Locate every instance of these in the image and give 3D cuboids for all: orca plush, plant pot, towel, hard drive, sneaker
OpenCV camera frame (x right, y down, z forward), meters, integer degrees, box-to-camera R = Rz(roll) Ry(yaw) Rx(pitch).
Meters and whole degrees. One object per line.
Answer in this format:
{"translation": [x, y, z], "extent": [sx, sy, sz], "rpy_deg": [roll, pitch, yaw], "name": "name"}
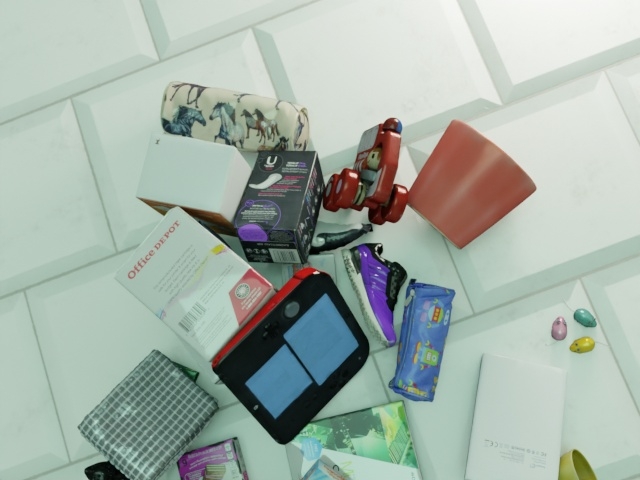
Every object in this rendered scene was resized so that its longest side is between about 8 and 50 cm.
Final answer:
{"translation": [0.000, 0.000, 1.972], "extent": [0.287, 0.102, 0.151], "rpy_deg": [-9, 34, 1], "name": "orca plush"}
{"translation": [0.596, 0.581, 1.765], "extent": [0.095, 0.134, 0.134], "rpy_deg": [-33, 76, 26], "name": "plant pot"}
{"translation": [-0.417, 0.434, 1.818], "extent": [0.235, 0.121, 0.284], "rpy_deg": [37, 63, 11], "name": "towel"}
{"translation": [0.476, 0.447, 1.785], "extent": [0.210, 0.040, 0.319], "rpy_deg": [11, 61, 9], "name": "hard drive"}
{"translation": [0.361, -0.129, 1.864], "extent": [0.275, 0.275, 0.243], "rpy_deg": [42, 97, 12], "name": "plant pot"}
{"translation": [0.162, 0.124, 1.883], "extent": [0.146, 0.102, 0.293], "rpy_deg": [-19, 63, -3], "name": "sneaker"}

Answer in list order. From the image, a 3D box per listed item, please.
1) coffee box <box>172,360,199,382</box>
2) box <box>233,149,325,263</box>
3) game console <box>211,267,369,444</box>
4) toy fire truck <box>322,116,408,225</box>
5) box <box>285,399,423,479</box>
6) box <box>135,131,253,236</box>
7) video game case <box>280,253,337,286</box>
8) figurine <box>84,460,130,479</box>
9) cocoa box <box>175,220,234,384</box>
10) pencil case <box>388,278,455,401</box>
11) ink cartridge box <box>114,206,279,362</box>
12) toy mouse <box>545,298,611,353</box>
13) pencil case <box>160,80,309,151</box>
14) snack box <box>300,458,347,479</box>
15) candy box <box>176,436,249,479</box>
{"translation": [-0.406, 0.413, 1.947], "extent": [0.113, 0.040, 0.184], "rpy_deg": [20, 83, 9], "name": "coffee box"}
{"translation": [-0.098, -0.088, 1.880], "extent": [0.165, 0.143, 0.270], "rpy_deg": [3, 52, 15], "name": "box"}
{"translation": [-0.051, 0.280, 1.756], "extent": [0.060, 0.386, 0.342], "rpy_deg": [26, 65, 43], "name": "game console"}
{"translation": [0.131, -0.183, 1.873], "extent": [0.169, 0.302, 0.254], "rpy_deg": [15, 86, -11], "name": "toy fire truck"}
{"translation": [0.082, 0.552, 1.856], "extent": [0.322, 0.058, 0.232], "rpy_deg": [-14, 78, 3], "name": "box"}
{"translation": [-0.296, -0.129, 1.881], "extent": [0.215, 0.345, 0.168], "rpy_deg": [11, 81, 9], "name": "box"}
{"translation": [-0.028, 0.115, 1.941], "extent": [0.143, 0.019, 0.157], "rpy_deg": [-3, 102, 6], "name": "video game case"}
{"translation": [-0.473, 0.621, 1.829], "extent": [0.215, 0.209, 0.092], "rpy_deg": [37, 86, 11], "name": "figurine"}
{"translation": [-0.260, 0.163, 1.879], "extent": [0.228, 0.231, 0.347], "rpy_deg": [-41, 77, -2], "name": "cocoa box"}
{"translation": [0.252, 0.250, 1.855], "extent": [0.133, 0.119, 0.306], "rpy_deg": [18, 80, -32], "name": "pencil case"}
{"translation": [-0.281, 0.105, 1.706], "extent": [0.306, 0.131, 0.226], "rpy_deg": [40, 85, 15], "name": "ink cartridge box"}
{"translation": [0.643, 0.216, 1.867], "extent": [0.161, 0.031, 0.143], "rpy_deg": [-12, 78, 4], "name": "toy mouse"}
{"translation": [-0.228, -0.312, 2.003], "extent": [0.410, 0.160, 0.183], "rpy_deg": [12, 90, 9], "name": "pencil case"}
{"translation": [-0.032, 0.713, 1.789], "extent": [0.187, 0.060, 0.322], "rpy_deg": [38, 96, -4], "name": "snack box"}
{"translation": [-0.261, 0.638, 1.873], "extent": [0.159, 0.071, 0.233], "rpy_deg": [-18, 78, 2], "name": "candy box"}
